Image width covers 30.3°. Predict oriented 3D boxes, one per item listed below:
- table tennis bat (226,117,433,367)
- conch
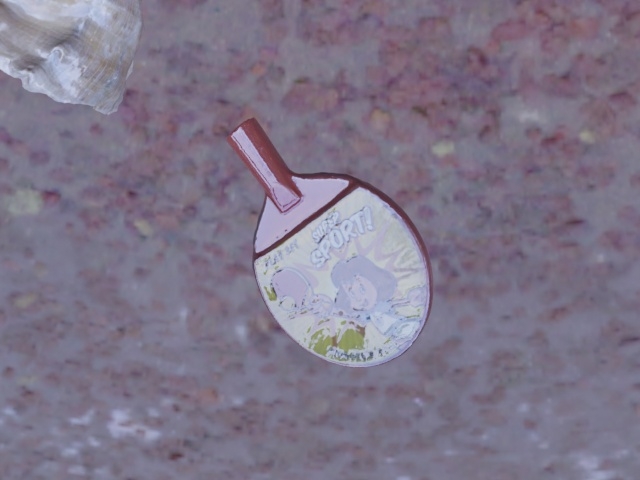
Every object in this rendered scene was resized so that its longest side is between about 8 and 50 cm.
[{"bbox_3d":[0.000,0.000,1.312,0.200,0.038,0.310,-36,88,23],"label":"table tennis bat"},{"bbox_3d":[-0.275,-0.260,1.262,0.186,0.263,0.324,-28,152,26],"label":"conch"}]
